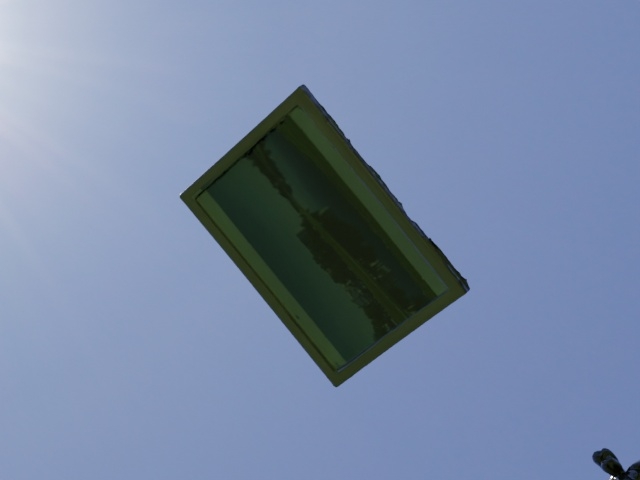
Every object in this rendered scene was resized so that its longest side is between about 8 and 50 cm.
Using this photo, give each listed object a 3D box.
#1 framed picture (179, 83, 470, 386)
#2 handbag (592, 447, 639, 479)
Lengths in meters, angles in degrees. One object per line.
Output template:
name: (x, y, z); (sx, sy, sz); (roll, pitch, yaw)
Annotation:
framed picture: (0.000, 0.000, 0.748); (0.109, 0.011, 0.149); (-40, -90, 29)
handbag: (0.146, 0.136, 0.540); (0.072, 0.047, 0.111); (-26, -77, -6)
